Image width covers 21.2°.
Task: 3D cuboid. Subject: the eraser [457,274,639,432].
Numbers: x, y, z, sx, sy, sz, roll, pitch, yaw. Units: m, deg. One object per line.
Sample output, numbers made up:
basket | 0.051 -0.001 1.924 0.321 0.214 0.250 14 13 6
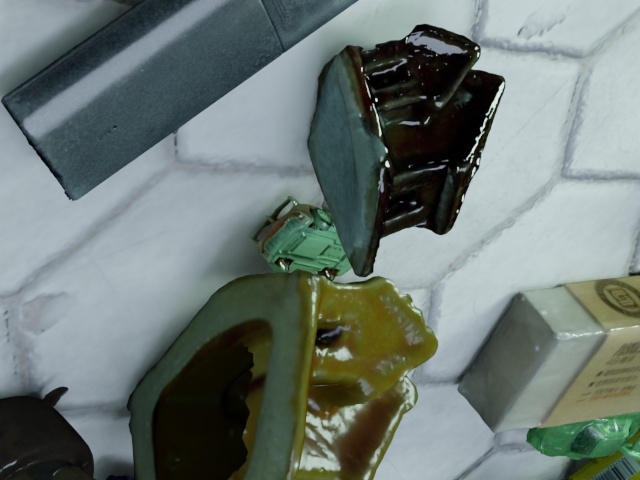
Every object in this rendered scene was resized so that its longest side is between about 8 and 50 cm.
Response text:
eraser | 0.300 0.109 1.731 0.343 0.078 0.144 -3 133 -42

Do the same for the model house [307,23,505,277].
model house | 0.075 -0.080 1.230 0.152 0.106 0.165 -20 148 -24

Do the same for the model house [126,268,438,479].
model house | -0.006 0.142 1.356 0.239 0.173 0.268 6 138 -46

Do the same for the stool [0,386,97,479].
stool | -0.245 0.208 1.266 0.217 0.121 0.125 -45 150 1

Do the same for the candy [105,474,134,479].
candy | -0.129 0.268 1.506 0.275 0.070 0.145 16 114 -48

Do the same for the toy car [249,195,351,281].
toy car | 0.000 0.000 1.326 0.059 0.035 0.122 -47 154 18

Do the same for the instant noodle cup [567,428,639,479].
instant noodle cup | 0.419 0.311 1.953 0.200 0.264 0.264 -31 148 -2

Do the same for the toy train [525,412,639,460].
toy train | 0.294 0.196 1.833 0.149 0.081 0.099 -4 135 -43

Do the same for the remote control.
remote control | -0.025 -0.164 1.082 0.377 0.044 0.107 -36 142 -5
